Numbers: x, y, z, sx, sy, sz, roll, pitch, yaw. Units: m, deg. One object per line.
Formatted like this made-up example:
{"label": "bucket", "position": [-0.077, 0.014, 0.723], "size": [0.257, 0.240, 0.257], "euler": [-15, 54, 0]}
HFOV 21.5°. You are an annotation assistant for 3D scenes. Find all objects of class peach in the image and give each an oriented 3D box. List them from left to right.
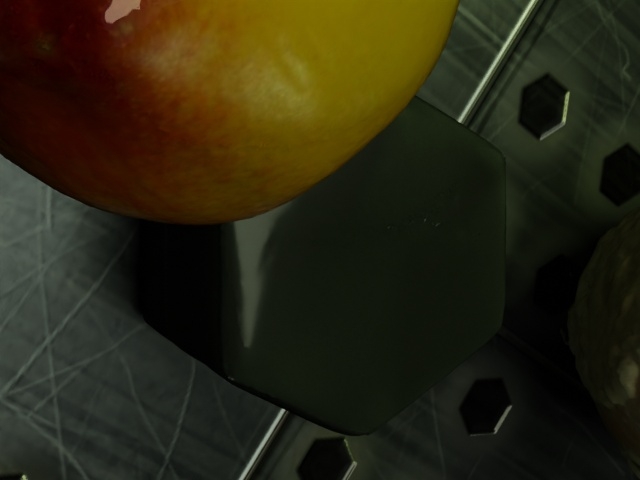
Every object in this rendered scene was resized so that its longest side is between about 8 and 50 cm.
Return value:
{"label": "peach", "position": [-0.086, -0.153, 0.861], "size": [0.308, 0.289, 0.289], "euler": [-21, 113, -42]}

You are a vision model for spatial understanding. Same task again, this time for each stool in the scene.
{"label": "stool", "position": [0.000, 0.000, 1.076], "size": [0.232, 0.141, 0.232], "euler": [-9, 108, -29]}

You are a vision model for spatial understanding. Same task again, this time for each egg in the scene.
{"label": "egg", "position": [0.313, 0.070, 1.201], "size": [0.310, 0.279, 0.279], "euler": [-25, 122, -68]}
